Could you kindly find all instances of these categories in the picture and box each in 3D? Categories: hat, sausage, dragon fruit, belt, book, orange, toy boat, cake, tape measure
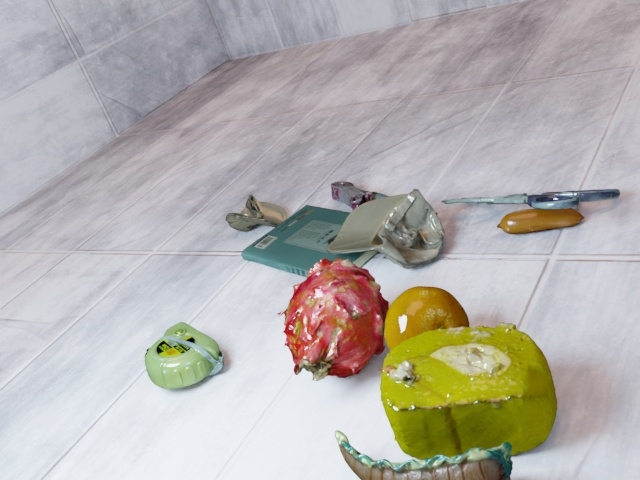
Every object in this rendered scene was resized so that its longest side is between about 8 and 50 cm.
[{"bbox_3d":[-0.184,-0.052,2.005,0.175,0.085,0.147,19,31,20],"label":"hat"},{"bbox_3d":[0.473,-0.045,1.522,0.183,0.054,0.062,-6,37,21],"label":"sausage"},{"bbox_3d":[0.027,0.160,1.315,0.205,0.210,0.268,-56,2,37],"label":"dragon fruit"},{"bbox_3d":[0.154,-0.002,1.630,0.244,0.149,0.214,-22,25,48],"label":"hat"},{"bbox_3d":[0.085,-0.119,1.906,0.071,0.053,0.232,-8,18,-13],"label":"belt"},{"bbox_3d":[0.000,0.000,1.800,0.264,0.031,0.379,-38,32,-29],"label":"book"},{"bbox_3d":[0.186,0.157,1.257,0.154,0.155,0.134,-34,0,-23],"label":"orange"},{"bbox_3d":[0.136,0.333,1.022,0.292,0.108,0.099,-8,61,35],"label":"toy boat"},{"bbox_3d":[0.228,0.229,1.096,0.260,0.156,0.179,-9,36,19],"label":"cake"},{"bbox_3d":[-0.293,0.250,1.488,0.154,0.088,0.177,-26,26,-37],"label":"tape measure"}]

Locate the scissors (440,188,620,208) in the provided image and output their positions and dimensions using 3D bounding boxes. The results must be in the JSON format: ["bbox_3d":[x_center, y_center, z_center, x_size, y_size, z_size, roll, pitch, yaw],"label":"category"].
[{"bbox_3d":[0.449,-0.093,1.592,0.256,0.029,0.383,-11,8,-39],"label":"scissors"}]

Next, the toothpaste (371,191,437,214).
[{"bbox_3d":[0.202,-0.082,1.800,0.062,0.039,0.239,-36,32,-18],"label":"toothpaste"}]
